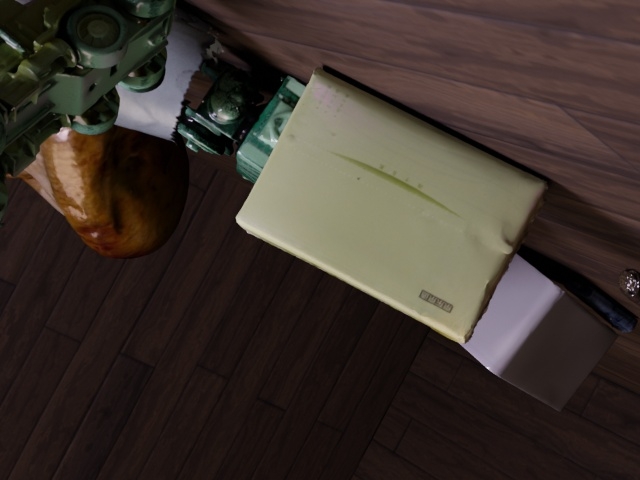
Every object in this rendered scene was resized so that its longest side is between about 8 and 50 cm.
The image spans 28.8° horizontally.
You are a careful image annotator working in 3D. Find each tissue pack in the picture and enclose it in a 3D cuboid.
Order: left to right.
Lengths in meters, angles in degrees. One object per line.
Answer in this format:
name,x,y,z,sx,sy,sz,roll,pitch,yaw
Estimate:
tissue pack,0.065,-0.028,1.113,0.234,0.159,0.125,28,178,7
tissue pack,0.266,0.106,1.650,0.159,0.136,0.246,42,-175,36

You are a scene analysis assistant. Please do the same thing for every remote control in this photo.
remote control,0.374,0.088,1.646,0.152,0.027,0.043,33,-178,-45

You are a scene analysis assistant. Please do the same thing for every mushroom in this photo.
mushroom,-0.296,-0.135,1.396,0.345,0.259,0.346,157,90,-79

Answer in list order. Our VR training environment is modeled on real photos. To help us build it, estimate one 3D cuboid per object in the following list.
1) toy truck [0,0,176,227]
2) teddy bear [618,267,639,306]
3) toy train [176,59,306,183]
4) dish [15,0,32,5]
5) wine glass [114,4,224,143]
toy truck,-0.225,-0.132,0.941,0.135,0.259,0.128,36,151,6
teddy bear,0.319,0.060,1.090,0.119,0.078,0.160,25,176,0
toy train,-0.072,-0.117,1.335,0.154,0.115,0.269,34,176,-3
dish,-0.261,-0.261,1.010,0.141,0.078,0.141,32,-142,-30
wine glass,-0.253,-0.208,1.164,0.321,0.143,0.143,28,178,-2
